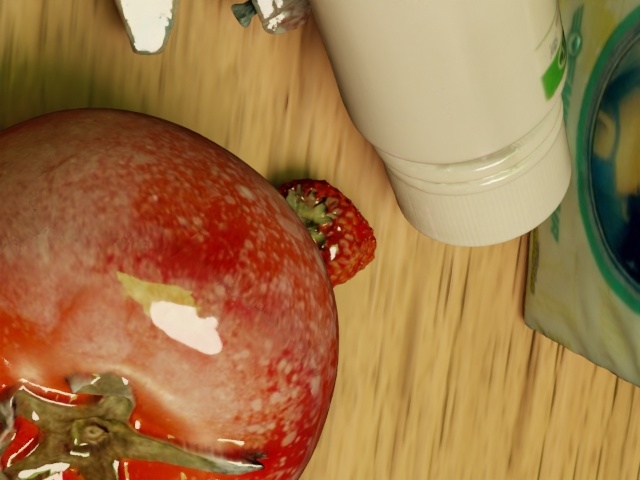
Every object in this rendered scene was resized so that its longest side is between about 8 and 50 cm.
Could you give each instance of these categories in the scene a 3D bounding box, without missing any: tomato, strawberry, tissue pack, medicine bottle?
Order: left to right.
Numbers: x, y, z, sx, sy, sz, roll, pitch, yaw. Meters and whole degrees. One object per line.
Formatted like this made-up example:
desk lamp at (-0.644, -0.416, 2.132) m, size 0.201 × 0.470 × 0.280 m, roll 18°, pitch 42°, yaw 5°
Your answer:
tomato at (-0.122, 0.055, 0.947) m, size 0.270 × 0.227 × 0.270 m, roll -2°, pitch 119°, yaw -3°
strawberry at (0.000, 0.000, 1.077) m, size 0.083 × 0.073 × 0.073 m, roll 18°, pitch 97°, yaw -59°
medicine bottle at (0.076, -0.111, 0.999) m, size 0.139 × 0.139 × 0.237 m, roll -37°, pitch 140°, yaw -11°
tissue pack at (0.279, -0.026, 1.003) m, size 0.162 × 0.388 × 0.287 m, roll -3°, pitch 104°, yaw -24°

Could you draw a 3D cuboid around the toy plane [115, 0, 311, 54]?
toy plane at (-0.015, -0.257, 0.984) m, size 0.326 × 0.104 × 0.223 m, roll -41°, pitch 116°, yaw -13°
